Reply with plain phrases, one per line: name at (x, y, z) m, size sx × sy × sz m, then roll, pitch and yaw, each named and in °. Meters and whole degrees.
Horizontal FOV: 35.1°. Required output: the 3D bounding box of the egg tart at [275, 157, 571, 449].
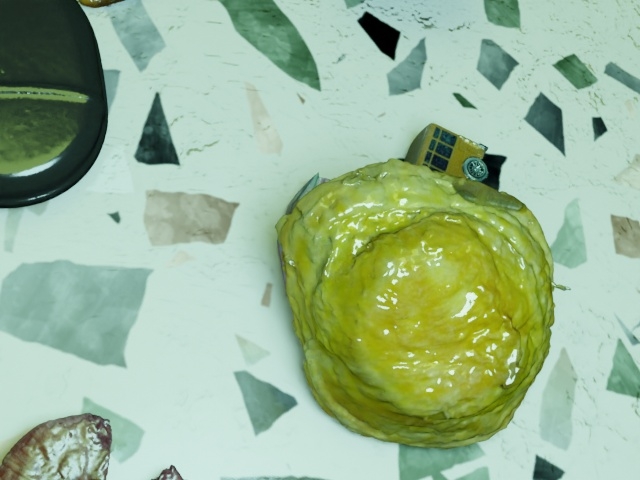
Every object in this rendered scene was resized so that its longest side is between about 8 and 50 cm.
egg tart at (0.132, 0.081, 1.141) m, size 0.339 × 0.153 × 0.352 m, roll -7°, pitch 102°, yaw -12°

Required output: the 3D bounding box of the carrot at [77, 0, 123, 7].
carrot at (-0.222, -0.330, 1.307) m, size 0.190 × 0.037 × 0.037 m, roll -19°, pitch 77°, yaw -18°

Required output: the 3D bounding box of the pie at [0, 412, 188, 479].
pie at (-0.244, 0.291, 1.062) m, size 0.204 × 0.054 × 0.219 m, roll -41°, pitch 88°, yaw -25°

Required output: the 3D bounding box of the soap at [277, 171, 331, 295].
soap at (0.000, 0.000, 1.237) m, size 0.100 × 0.056 × 0.149 m, roll 20°, pitch 67°, yaw -12°

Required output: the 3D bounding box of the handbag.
handbag at (-0.377, -0.184, 1.171) m, size 0.253 × 0.093 × 0.308 m, roll -6°, pitch 73°, yaw -19°

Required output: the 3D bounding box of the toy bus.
toy bus at (0.136, -0.047, 1.276) m, size 0.103 × 0.091 × 0.182 m, roll 25°, pitch 65°, yaw -8°
